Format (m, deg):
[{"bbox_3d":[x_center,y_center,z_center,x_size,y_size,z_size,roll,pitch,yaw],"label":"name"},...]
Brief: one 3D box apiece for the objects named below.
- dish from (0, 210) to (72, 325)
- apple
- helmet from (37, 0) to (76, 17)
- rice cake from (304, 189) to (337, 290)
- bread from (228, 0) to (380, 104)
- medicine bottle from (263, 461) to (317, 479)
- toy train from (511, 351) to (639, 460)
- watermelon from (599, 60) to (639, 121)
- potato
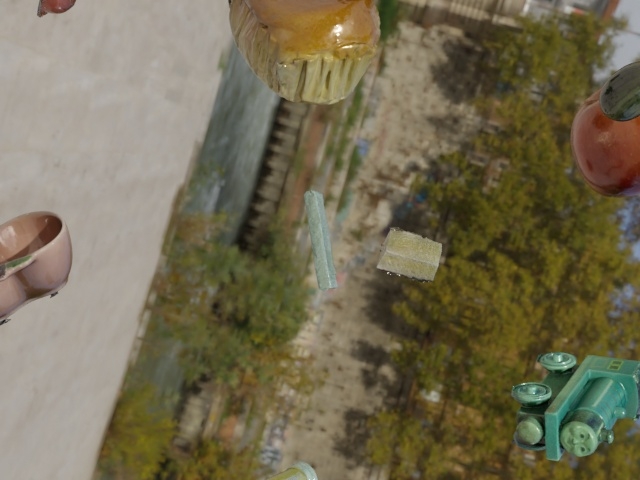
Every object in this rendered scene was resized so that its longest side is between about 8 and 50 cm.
[{"bbox_3d":[-0.453,0.049,1.335,0.213,0.213,0.090,-73,146,-56],"label":"dish"},{"bbox_3d":[0.566,-0.191,1.596,0.206,0.251,0.272,65,-14,-2],"label":"apple"},{"bbox_3d":[-0.403,-0.378,1.408,0.065,0.049,0.084,-75,-175,-61],"label":"helmet"},{"bbox_3d":[0.000,0.000,1.502,0.033,0.029,0.171,12,66,-64],"label":"rice cake"},{"bbox_3d":[-0.031,-0.398,1.598,0.389,0.236,0.183,-119,-147,-42],"label":"bread"},{"bbox_3d":[-0.102,0.486,1.724,0.218,0.074,0.074,-9,122,-48],"label":"medicine bottle"},{"bbox_3d":[0.463,0.295,1.635,0.298,0.194,0.120,-27,116,-55],"label":"toy train"},{"bbox_3d":[0.478,-0.230,1.392,0.111,0.078,0.078,-45,-162,38],"label":"watermelon"},{"bbox_3d":[0.179,0.029,1.803,0.061,0.122,0.086,104,1,-48],"label":"potato"}]
